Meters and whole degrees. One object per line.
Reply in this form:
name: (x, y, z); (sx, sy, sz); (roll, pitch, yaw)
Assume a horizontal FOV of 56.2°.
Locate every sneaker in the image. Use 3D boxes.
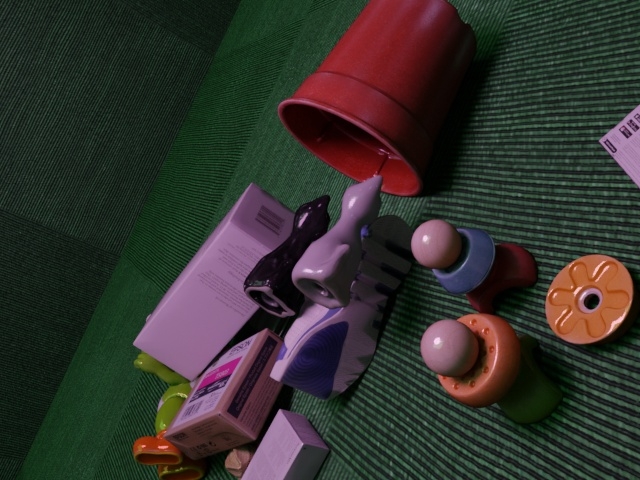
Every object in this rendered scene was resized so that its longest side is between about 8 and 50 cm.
sneaker: (0.024, 0.097, 0.998); (0.315, 0.127, 0.182); (-60, 24, -7)

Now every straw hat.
straw hat: (-0.136, 0.393, 1.067); (0.144, 0.061, 0.144); (-40, 35, 37)

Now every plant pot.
plant pot: (0.111, -0.257, 1.004); (0.265, 0.272, 0.272); (-60, 27, -9)

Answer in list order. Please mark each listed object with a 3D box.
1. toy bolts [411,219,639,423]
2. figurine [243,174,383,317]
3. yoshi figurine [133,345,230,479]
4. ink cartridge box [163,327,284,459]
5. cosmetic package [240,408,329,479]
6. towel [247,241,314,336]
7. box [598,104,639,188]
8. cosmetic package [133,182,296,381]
toy bolts: (0.200, 0.052, 0.675); (0.218, 0.158, 0.228); (-49, 31, 26)
figurine: (0.000, 0.000, 0.917); (0.215, 0.092, 0.209); (-17, 40, 51)
yoshi figurine: (-0.327, 0.329, 1.315); (0.203, 0.203, 0.362); (-49, 28, 39)
ink cartridge box: (-0.169, 0.290, 1.123); (0.235, 0.088, 0.193); (-35, 20, 44)
cosmetic package: (-0.081, 0.403, 0.962); (0.239, 0.060, 0.099); (-61, 30, 5)
towel: (-0.112, 0.065, 1.333); (0.325, 0.038, 0.247); (23, 88, 61)
box: (0.382, -0.078, 0.605); (0.114, 0.036, 0.207); (-47, 32, 29)
cosmetic package: (-0.200, 0.085, 1.208); (0.365, 0.155, 0.197); (-49, 13, 27)
